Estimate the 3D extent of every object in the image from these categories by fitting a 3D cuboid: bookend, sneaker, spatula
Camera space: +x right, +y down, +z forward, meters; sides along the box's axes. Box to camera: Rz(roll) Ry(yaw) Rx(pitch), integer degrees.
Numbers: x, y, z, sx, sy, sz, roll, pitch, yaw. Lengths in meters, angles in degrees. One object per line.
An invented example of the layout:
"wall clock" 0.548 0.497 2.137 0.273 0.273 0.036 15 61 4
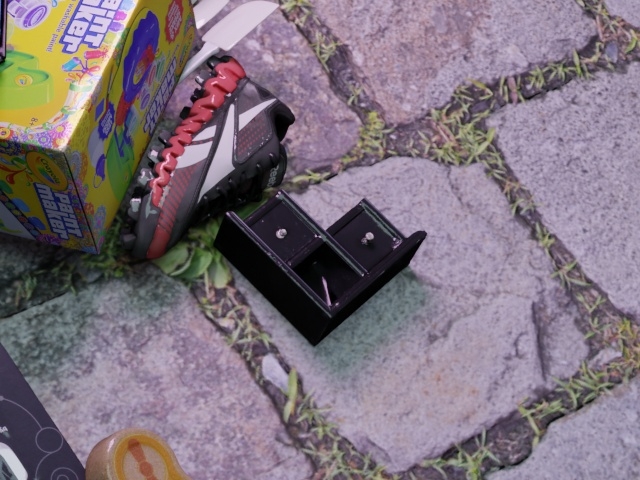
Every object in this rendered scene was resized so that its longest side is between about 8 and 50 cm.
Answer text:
"bookend" 0.000 0.000 1.736 0.156 0.072 0.157 45 60 11
"sneaker" -0.110 -0.074 1.719 0.135 0.098 0.276 30 51 -2
"spatula" -0.181 -0.204 1.785 0.168 0.019 0.242 28 61 37

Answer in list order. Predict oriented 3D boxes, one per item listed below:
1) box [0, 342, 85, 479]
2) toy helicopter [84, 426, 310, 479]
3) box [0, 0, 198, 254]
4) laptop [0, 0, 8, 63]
"box" -0.298 0.248 1.476 0.165 0.143 0.270 -30 74 -27
"toy helicopter" -0.066 0.297 1.445 0.355 0.140 0.235 38 48 -18
"box" -0.308 -0.175 1.639 0.279 0.177 0.290 12 58 13
"laptop" -0.414 -0.211 1.483 0.234 0.264 0.137 -7 93 2
